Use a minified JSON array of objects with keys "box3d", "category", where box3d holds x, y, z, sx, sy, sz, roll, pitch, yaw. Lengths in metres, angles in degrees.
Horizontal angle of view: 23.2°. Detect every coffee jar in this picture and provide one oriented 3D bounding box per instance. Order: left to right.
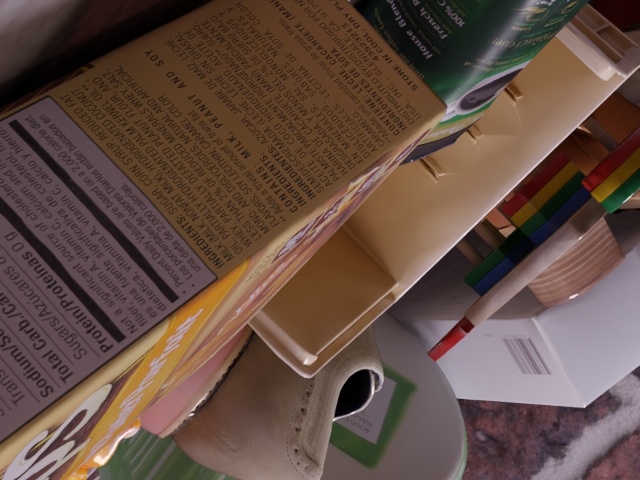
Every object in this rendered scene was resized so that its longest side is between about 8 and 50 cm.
[{"box3d":[0.071,-0.113,0.769,0.096,0.079,0.184,-25,164,-41],"category":"coffee jar"}]

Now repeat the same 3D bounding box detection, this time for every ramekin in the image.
[{"box3d":[-0.024,0.164,1.323,0.148,0.303,0.303,-56,170,34],"category":"ramekin"}]

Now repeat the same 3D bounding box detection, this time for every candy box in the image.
[{"box3d":[-0.106,0.036,0.500,0.183,0.087,0.316,-47,176,40],"category":"candy box"}]

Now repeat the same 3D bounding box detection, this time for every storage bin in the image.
[{"box3d":[0.069,-0.064,1.000,0.262,0.123,0.260,-44,177,18],"category":"storage bin"}]

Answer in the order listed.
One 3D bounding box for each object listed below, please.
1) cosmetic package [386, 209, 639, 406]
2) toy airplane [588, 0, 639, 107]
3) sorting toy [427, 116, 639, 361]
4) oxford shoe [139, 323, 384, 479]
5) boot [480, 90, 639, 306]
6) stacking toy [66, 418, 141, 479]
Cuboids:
[{"box3d":[0.220,0.033,1.421,0.284,0.097,0.377,-35,-170,-21],"category":"cosmetic package"},{"box3d":[0.363,-0.196,1.478,0.386,0.272,0.384,-26,169,14],"category":"toy airplane"},{"box3d":[0.142,-0.021,0.954,0.132,0.046,0.274,-41,175,-34],"category":"sorting toy"},{"box3d":[-0.023,0.069,1.171,0.140,0.146,0.397,-47,-176,28],"category":"oxford shoe"},{"box3d":[0.203,-0.109,1.232,0.283,0.220,0.109,-37,-167,-29],"category":"boot"},{"box3d":[-0.198,0.187,0.957,0.302,0.165,0.175,-55,162,1],"category":"stacking toy"}]
